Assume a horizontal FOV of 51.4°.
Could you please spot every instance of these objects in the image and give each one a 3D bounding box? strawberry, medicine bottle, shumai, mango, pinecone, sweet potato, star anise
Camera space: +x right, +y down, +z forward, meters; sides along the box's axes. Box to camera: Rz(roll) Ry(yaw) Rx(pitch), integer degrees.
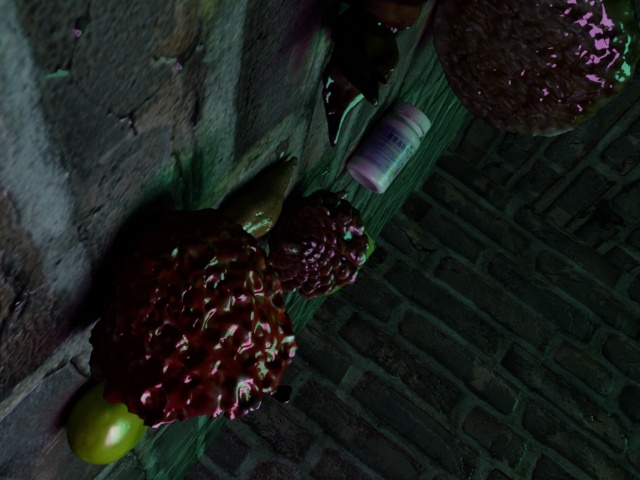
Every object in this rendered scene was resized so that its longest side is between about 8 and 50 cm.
[{"bbox_3d":[-0.132,0.062,0.682,0.234,0.234,0.178,-45,146,-46],"label":"strawberry"},{"bbox_3d":[0.148,-0.201,1.433,0.186,0.103,0.103,-52,172,-6],"label":"medicine bottle"},{"bbox_3d":[0.422,-0.413,1.203,0.348,0.395,0.395,-47,170,-30],"label":"shumai"},{"bbox_3d":[-0.282,0.240,0.901,0.163,0.089,0.117,100,15,-79],"label":"mango"},{"bbox_3d":[-0.001,-0.002,1.191,0.186,0.168,0.212,-24,-162,25],"label":"pinecone"},{"bbox_3d":[-0.078,-0.050,0.914,0.226,0.068,0.068,-48,170,-41],"label":"sweet potato"},{"bbox_3d":[0.038,-0.235,0.690,0.272,0.103,0.272,-59,-163,29],"label":"star anise"}]

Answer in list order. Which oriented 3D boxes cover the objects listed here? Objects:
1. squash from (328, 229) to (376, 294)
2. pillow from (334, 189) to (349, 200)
[{"bbox_3d":[0.038,0.063,1.886,0.247,0.132,0.132,-46,170,-30],"label":"squash"},{"bbox_3d":[-0.002,-0.016,1.466,0.179,0.075,0.171,-49,172,-18],"label":"pillow"}]
